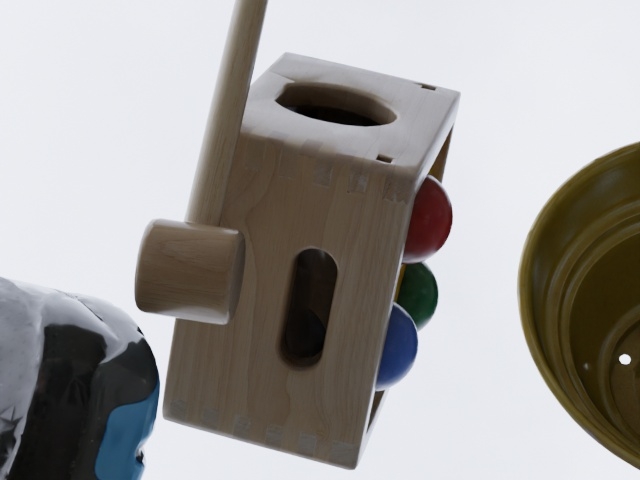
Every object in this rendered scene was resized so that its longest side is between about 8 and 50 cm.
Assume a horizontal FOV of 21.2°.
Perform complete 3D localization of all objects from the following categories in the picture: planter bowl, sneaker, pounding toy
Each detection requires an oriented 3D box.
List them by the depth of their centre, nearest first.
[{"bbox_3d":[-0.201,0.057,0.651,0.139,0.340,0.125,27,-107,-44],"label":"sneaker"},{"bbox_3d":[0.000,-0.007,0.662,0.206,0.094,0.181,-58,-20,-67],"label":"pounding toy"},{"bbox_3d":[0.204,0.056,0.892,0.090,0.217,0.217,94,-163,-56],"label":"planter bowl"}]
